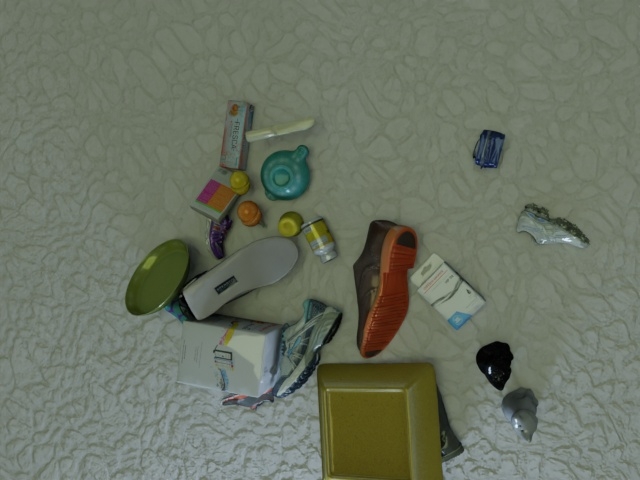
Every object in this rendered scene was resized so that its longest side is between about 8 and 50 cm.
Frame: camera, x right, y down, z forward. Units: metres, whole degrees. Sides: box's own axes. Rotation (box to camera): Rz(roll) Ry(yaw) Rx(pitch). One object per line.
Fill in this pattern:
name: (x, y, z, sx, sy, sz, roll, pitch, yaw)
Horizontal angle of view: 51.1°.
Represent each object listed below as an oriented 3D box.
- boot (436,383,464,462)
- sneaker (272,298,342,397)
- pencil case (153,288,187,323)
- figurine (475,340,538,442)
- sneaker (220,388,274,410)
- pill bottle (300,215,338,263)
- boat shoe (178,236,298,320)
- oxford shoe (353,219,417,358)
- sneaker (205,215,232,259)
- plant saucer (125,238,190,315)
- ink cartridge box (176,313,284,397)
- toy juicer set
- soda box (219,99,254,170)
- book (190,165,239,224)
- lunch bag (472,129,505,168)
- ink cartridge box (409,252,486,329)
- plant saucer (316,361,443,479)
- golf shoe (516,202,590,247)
boot: (0.249, 0.474, 1.712, 0.189, 0.076, 0.208, -28, 91, 0)
sneaker: (-0.057, 0.284, 1.780, 0.122, 0.110, 0.283, 32, 89, 19)
pencil case: (-0.398, 0.191, 1.873, 0.151, 0.064, 0.070, 34, 83, 12)
figurine: (0.448, 0.360, 1.589, 0.092, 0.209, 0.215, -28, 85, 13)
sneaker: (-0.199, 0.440, 1.832, 0.158, 0.061, 0.065, -16, 93, 14)
pill bottle: (0.000, 0.000, 1.769, 0.065, 0.065, 0.116, -27, 85, 13)
boat shoe: (-0.227, 0.085, 1.798, 0.340, 0.158, 0.127, -27, 103, -8)
oxford shoe: (0.147, 0.124, 1.727, 0.132, 0.130, 0.364, 25, 106, 45)
sneaker: (-0.277, -0.031, 1.839, 0.071, 0.068, 0.170, -1, 90, 8)
plant saucer: (-0.439, 0.107, 1.836, 0.241, 0.037, 0.241, -25, 43, 26)
ink cartridge box: (-0.233, 0.298, 1.779, 0.232, 0.171, 0.168, 8, 93, 13)
toy juicer set: (-0.131, -0.179, 1.781, 0.209, 0.089, 0.329, 10, 102, 7)
soda box: (-0.227, -0.284, 1.822, 0.058, 0.063, 0.183, 9, 94, 13)
book: (-0.276, -0.127, 1.822, 0.096, 0.035, 0.144, 28, 69, 13)
lunch bag: (0.415, -0.224, 1.660, 0.065, 0.067, 0.098, 15, 96, 14)
ink cartridge box: (0.317, 0.127, 1.694, 0.180, 0.060, 0.104, 44, 101, 9)
plant saucer: (0.130, 0.481, 1.692, 0.332, 0.081, 0.333, -6, 84, 27)
golf shoe: (0.566, -0.018, 1.638, 0.176, 0.069, 0.086, 31, 118, 14)
